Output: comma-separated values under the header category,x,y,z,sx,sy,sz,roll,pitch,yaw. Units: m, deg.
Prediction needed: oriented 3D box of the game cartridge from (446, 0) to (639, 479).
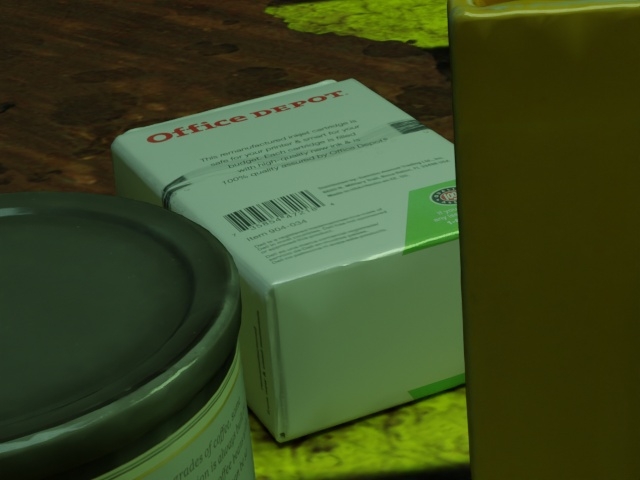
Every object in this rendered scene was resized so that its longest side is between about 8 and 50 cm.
category,x,y,z,sx,sy,sz,roll,pitch,yaw
game cartridge,0.208,0.029,0.758,0.285,0.324,0.053,-2,29,5

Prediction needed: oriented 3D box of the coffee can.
category,x,y,z,sx,sy,sz,roll,pitch,yaw
coffee can,-0.117,0.146,0.635,0.201,0.275,0.201,-4,26,2

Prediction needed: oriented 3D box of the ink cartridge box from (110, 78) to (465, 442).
category,x,y,z,sx,sy,sz,roll,pitch,yaw
ink cartridge box,0.000,0.000,1.089,0.198,0.115,0.273,-16,28,-21
